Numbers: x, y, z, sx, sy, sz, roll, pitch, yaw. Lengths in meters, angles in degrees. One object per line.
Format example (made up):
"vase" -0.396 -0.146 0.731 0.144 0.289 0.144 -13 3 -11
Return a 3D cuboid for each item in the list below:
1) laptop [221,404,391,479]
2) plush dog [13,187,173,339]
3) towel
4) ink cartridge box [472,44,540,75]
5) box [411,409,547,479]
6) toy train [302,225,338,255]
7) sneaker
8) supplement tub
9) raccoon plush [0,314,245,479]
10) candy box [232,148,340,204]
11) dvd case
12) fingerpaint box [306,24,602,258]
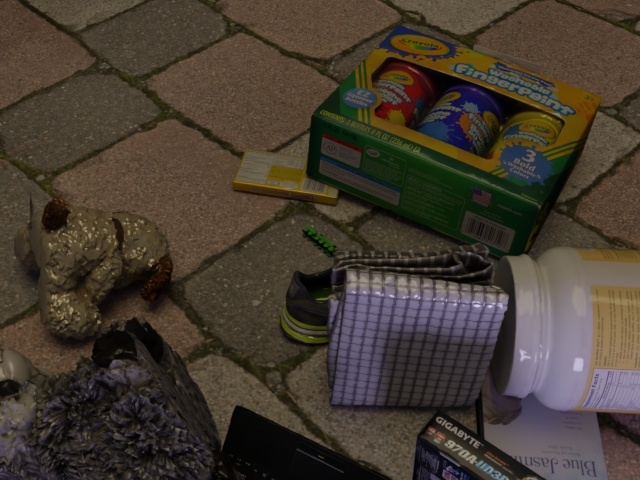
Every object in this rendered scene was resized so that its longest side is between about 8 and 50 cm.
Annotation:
"laptop" -0.072 0.386 1.043 0.234 0.264 0.136 22 13 18
"plush dog" -0.363 0.011 1.390 0.225 0.211 0.262 -3 40 -37
"towel" 0.126 0.124 1.202 0.235 0.284 0.121 3 45 1
"ink cartridge box" 0.379 -0.325 1.715 0.145 0.179 0.045 23 55 19
"box" 0.199 0.328 1.047 0.175 0.220 0.051 31 57 26
"toy train" 0.000 0.000 1.506 0.023 0.017 0.083 -26 51 -37
"sneaker" 0.083 0.091 1.345 0.300 0.121 0.111 -8 47 -9
"supplement tub" 0.427 0.130 1.200 0.331 0.241 0.241 3 46 2
"raccoon plush" -0.268 0.304 0.990 0.299 0.216 0.446 -33 67 -1
"candy box" -0.060 -0.125 1.619 0.206 0.027 0.105 9 44 7
"dvd case" 0.325 0.265 1.250 0.180 0.022 0.253 4 46 2
"fingerpaint box" 0.257 -0.203 1.588 0.445 0.163 0.371 25 49 18
